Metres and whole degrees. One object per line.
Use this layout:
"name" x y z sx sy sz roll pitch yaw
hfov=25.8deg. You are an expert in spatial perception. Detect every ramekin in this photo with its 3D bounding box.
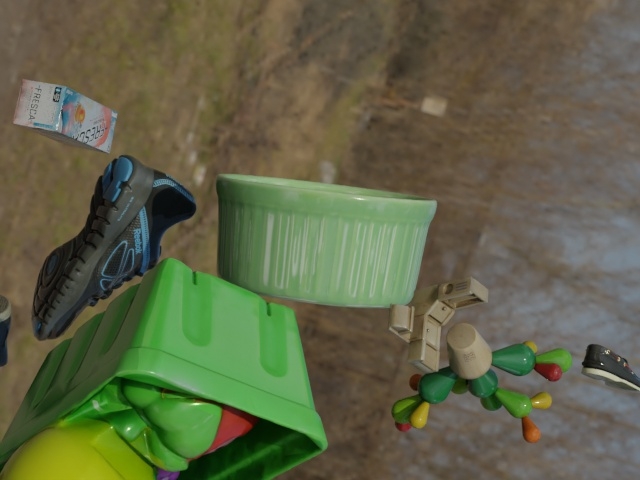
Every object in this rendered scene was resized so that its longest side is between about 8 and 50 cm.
"ramekin" 0.000 0.000 1.902 0.303 0.303 0.148 -37 133 -84

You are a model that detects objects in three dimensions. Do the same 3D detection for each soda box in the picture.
"soda box" -0.318 -0.154 1.756 0.183 0.063 0.058 20 81 -77

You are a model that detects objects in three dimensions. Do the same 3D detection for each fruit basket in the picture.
"fruit basket" -0.202 0.244 1.459 0.392 0.283 0.392 -42 -145 39

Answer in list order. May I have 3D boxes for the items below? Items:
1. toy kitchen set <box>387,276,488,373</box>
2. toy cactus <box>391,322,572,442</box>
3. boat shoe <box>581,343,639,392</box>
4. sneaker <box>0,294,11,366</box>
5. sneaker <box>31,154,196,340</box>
"toy kitchen set" 0.119 0.080 1.423 0.068 0.075 0.083 35 51 -40
"toy cactus" 0.175 0.160 1.583 0.180 0.219 0.112 61 22 -53
"boat shoe" 0.375 0.165 1.761 0.133 0.049 0.042 28 71 -45
"sneaker" -0.578 0.131 2.104 0.083 0.222 0.118 -71 171 -58
"sneaker" -0.315 0.035 2.077 0.341 0.139 0.125 -51 -145 26
